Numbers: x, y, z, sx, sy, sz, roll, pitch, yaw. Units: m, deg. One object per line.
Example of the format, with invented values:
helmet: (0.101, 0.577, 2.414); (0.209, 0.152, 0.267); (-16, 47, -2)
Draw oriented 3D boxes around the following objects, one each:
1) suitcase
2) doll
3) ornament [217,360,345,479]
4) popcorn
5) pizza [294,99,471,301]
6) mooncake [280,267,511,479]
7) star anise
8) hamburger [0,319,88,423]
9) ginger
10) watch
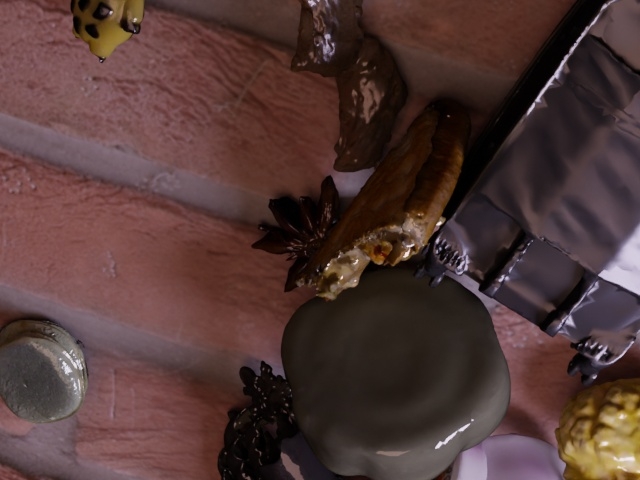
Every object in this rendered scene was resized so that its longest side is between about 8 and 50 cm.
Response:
suitcase: (0.323, -0.078, 1.705); (0.283, 0.194, 0.434); (32, 119, -3)
doll: (-0.214, -0.339, 1.763); (0.117, 0.086, 0.291); (39, 120, 26)
ornament: (-0.062, 0.294, 2.000); (0.260, 0.106, 0.251); (57, 146, 8)
popcorn: (0.366, 0.247, 1.868); (0.180, 0.180, 0.170); (24, 113, 0)
pizza: (0.077, -0.018, 1.731); (0.074, 0.251, 0.287); (35, 103, -8)
mooncake: (0.088, 0.163, 1.846); (0.275, 0.275, 0.135); (8, 149, 9)
star anise: (0.000, 0.000, 1.893); (0.168, 0.057, 0.167); (6, 116, 11)
hamburger: (-0.368, 0.172, 2.056); (0.133, 0.062, 0.140); (-15, 113, 23)
ginger: (0.029, -0.200, 1.770); (0.084, 0.122, 0.290); (24, 140, 48)
watch: (0.198, 0.338, 1.970); (0.231, 0.196, 0.244); (24, 126, -24)
